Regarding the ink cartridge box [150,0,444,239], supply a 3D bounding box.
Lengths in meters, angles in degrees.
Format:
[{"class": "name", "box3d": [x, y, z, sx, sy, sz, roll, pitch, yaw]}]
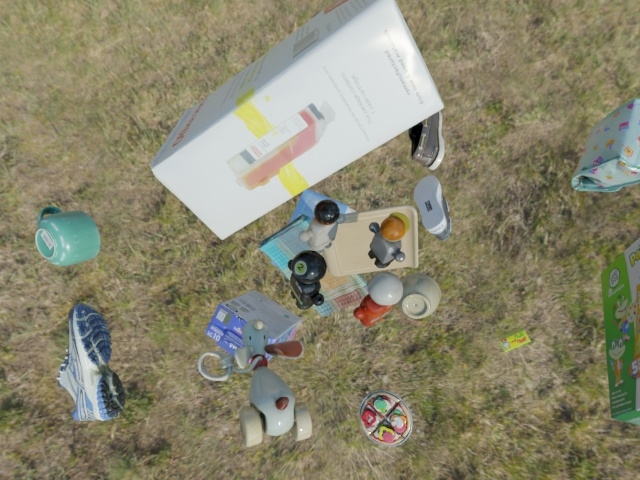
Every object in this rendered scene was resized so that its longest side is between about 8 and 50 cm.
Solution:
[{"class": "ink cartridge box", "box3d": [-0.042, -0.211, 0.668, 0.385, 0.160, 0.279, -28, 31, 18]}]

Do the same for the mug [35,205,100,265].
[{"class": "mug", "box3d": [-0.632, -0.006, 1.026, 0.158, 0.097, 0.129, 12, 109, 24]}]

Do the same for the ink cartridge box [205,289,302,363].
[{"class": "ink cartridge box", "box3d": [-0.275, 0.356, 1.722, 0.270, 0.395, 0.151, 30, 99, 12]}]

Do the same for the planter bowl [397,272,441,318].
[{"class": "planter bowl", "box3d": [0.344, 0.212, 1.499, 0.162, 0.109, 0.162, 6, 112, 16]}]

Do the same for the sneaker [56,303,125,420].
[{"class": "sneaker", "box3d": [-0.273, 0.141, 0.477, 0.058, 0.052, 0.135, -17, 82, 4]}]

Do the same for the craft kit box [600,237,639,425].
[{"class": "craft kit box", "box3d": [0.469, 0.103, 0.567, 0.061, 0.250, 0.246, 12, 61, 13]}]

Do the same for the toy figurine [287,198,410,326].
[{"class": "toy figurine", "box3d": [0.054, 0.034, 0.776, 0.213, 0.148, 0.209, 16, 56, 3]}]

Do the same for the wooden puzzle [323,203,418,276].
[{"class": "wooden puzzle", "box3d": [0.120, 0.002, 1.049, 0.239, 0.221, 0.044, -5, 47, 9]}]

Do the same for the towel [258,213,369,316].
[{"class": "towel", "box3d": [-0.020, 0.100, 1.458, 0.370, 0.271, 0.040, 49, 42, -12]}]

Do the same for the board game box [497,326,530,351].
[{"class": "board game box", "box3d": [0.697, 0.356, 1.523, 0.092, 0.181, 0.043, -30, 73, 15]}]

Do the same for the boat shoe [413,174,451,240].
[{"class": "boat shoe", "box3d": [0.429, -0.123, 1.575, 0.108, 0.102, 0.301, -29, 38, 25]}]

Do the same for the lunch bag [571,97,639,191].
[{"class": "lunch bag", "box3d": [0.942, -0.285, 1.356, 0.160, 0.262, 0.223, 23, 80, -2]}]

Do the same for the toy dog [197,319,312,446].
[{"class": "toy dog", "box3d": [-0.129, 0.317, 0.999, 0.220, 0.161, 0.333, -18, 53, -38]}]

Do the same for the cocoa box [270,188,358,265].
[{"class": "cocoa box", "box3d": [0.000, 0.000, 1.735, 0.231, 0.228, 0.347, 26, 92, 29]}]

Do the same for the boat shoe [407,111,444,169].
[{"class": "boat shoe", "box3d": [0.366, -0.386, 1.499, 0.097, 0.116, 0.324, 16, 51, -13]}]

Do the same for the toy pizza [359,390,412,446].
[{"class": "toy pizza", "box3d": [0.234, 0.655, 1.542, 0.201, 0.032, 0.201, -1, 88, 24]}]
